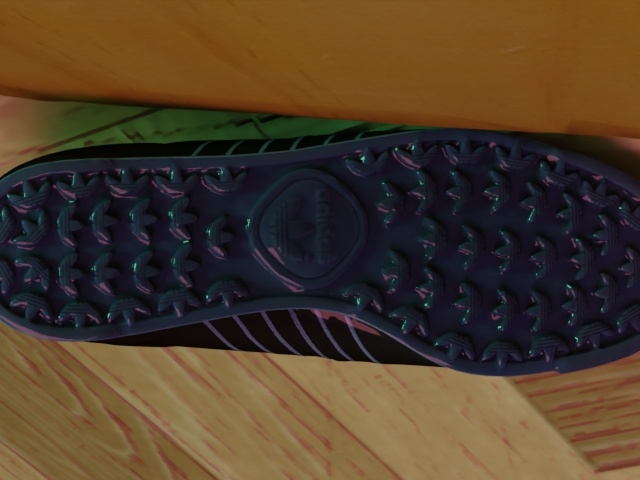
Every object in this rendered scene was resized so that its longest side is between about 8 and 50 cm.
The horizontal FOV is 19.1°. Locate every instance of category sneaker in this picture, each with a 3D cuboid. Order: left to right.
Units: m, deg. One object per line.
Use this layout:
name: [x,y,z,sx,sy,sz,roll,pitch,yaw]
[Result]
sneaker: [0.000,0.000,0.631,0.232,0.081,0.090,4,-176,-7]

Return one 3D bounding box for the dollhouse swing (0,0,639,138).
dollhouse swing: [-0.027,-0.165,0.425,0.346,0.305,0.315,4,101,15]
